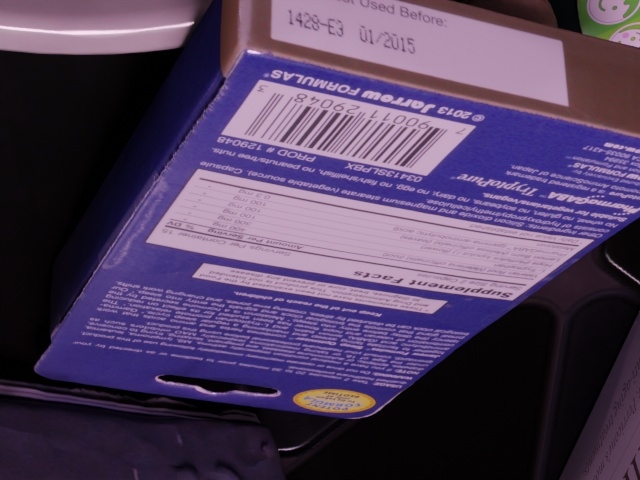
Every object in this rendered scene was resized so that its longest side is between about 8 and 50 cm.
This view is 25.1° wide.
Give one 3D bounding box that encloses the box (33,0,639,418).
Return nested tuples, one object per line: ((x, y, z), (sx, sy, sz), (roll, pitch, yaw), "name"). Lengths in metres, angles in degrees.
((0.000, 0.000, 0.445), (0.136, 0.037, 0.225), (10, 151, -21), "box")

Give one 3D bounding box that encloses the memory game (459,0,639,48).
((0.128, -0.080, 0.447), (0.186, 0.012, 0.186), (-5, 133, -6), "memory game")

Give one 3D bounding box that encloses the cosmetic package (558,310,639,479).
((0.155, 0.217, 0.543), (0.097, 0.284, 0.377), (3, 132, -13), "cosmetic package")

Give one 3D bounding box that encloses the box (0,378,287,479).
((-0.291, 0.278, 0.469), (0.471, 0.297, 0.480), (13, 130, -31), "box")

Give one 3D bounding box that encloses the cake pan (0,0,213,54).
((-0.052, -0.172, 0.297), (0.293, 0.054, 0.293), (-6, 133, -6), "cake pan")
